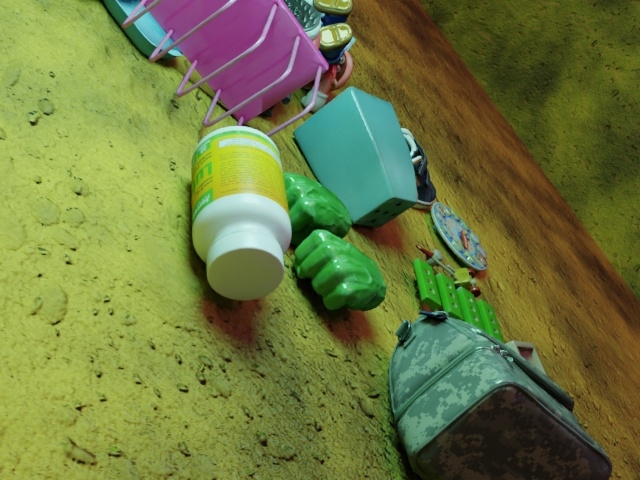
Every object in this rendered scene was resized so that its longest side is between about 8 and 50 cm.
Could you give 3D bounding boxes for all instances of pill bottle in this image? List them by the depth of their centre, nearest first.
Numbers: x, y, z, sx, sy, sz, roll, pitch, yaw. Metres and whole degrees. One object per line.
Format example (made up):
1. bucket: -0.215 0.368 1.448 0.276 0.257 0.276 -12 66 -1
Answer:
1. pill bottle: -0.113 -0.039 1.012 0.136 0.136 0.246 30 32 -33

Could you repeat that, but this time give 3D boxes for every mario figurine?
1. mario figurine: -0.015 -0.421 1.598 0.170 0.198 0.320 35 -12 3

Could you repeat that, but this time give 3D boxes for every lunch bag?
1. lunch bag: 0.254 0.267 1.107 0.305 0.212 0.256 39 11 -21

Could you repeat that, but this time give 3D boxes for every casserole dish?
1. casserole dish: -0.319 -0.390 1.281 0.188 0.037 0.114 52 27 7

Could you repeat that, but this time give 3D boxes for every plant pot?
1. plant pot: 0.087 -0.154 1.460 0.165 0.165 0.234 7 56 -54

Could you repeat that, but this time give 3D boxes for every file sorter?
1. file sorter: -0.155 -0.317 1.191 0.291 0.202 0.182 50 26 -27

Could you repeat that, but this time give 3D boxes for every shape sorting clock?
1. shape sorting clock: 0.347 -0.012 1.777 0.206 0.040 0.206 40 29 -28

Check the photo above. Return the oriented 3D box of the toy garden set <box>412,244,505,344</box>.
1. toy garden set: 0.271 0.108 1.511 0.244 0.049 0.204 32 33 -29

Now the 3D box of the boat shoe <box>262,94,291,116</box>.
1. boat shoe: -0.149 -0.398 1.479 0.158 0.127 0.341 34 37 -41

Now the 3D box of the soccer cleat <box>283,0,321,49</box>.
1. soccer cleat: -0.079 -0.468 1.463 0.108 0.116 0.318 -14 50 -13

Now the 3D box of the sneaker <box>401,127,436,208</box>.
1. sneaker: 0.204 -0.173 1.695 0.321 0.127 0.126 20 37 -47

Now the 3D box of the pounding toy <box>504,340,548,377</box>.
1. pounding toy: 0.405 0.312 1.399 0.181 0.094 0.206 16 50 -55

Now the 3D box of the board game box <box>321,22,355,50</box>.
1. board game box: -0.032 -0.538 1.799 0.210 0.160 0.047 41 72 -18

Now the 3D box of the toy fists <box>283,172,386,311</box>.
1. toy fists: 0.000 0.000 1.187 0.142 0.096 0.279 30 29 -52
